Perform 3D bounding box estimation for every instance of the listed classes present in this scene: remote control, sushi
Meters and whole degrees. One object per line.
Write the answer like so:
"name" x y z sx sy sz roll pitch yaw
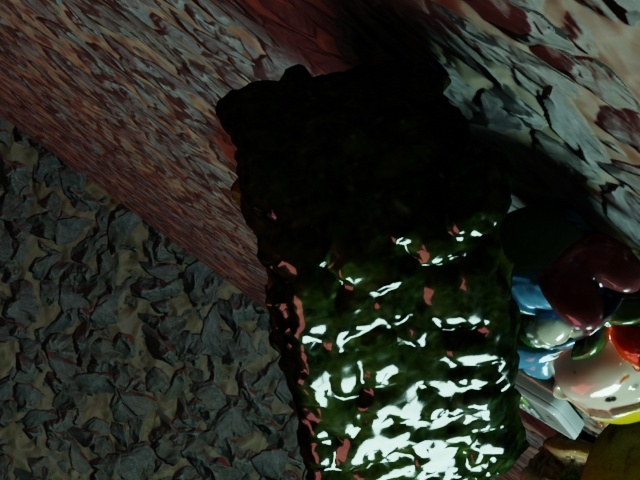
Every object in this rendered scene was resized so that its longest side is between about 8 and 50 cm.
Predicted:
"remote control" 0.250 0.191 1.910 0.250 0.034 0.103 31 169 39
"sushi" 0.037 0.026 1.063 0.294 0.178 0.352 -109 7 -49

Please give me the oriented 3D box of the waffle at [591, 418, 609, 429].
"waffle" 0.363 0.226 1.660 0.083 0.029 0.075 34 172 3

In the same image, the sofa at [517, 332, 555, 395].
"sofa" 0.200 0.083 1.372 0.147 0.085 0.060 34 174 24

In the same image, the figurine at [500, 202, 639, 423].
"figurine" 0.235 0.076 1.112 0.234 0.127 0.185 52 163 -17

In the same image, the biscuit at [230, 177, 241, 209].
"biscuit" 0.001 -0.002 1.815 0.257 0.049 0.273 31 172 15

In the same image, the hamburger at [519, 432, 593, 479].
"hamburger" 0.408 0.386 1.984 0.243 0.146 0.286 33 172 -23

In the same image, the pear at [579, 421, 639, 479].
"pear" 0.344 0.252 1.354 0.200 0.200 0.200 36 171 6
